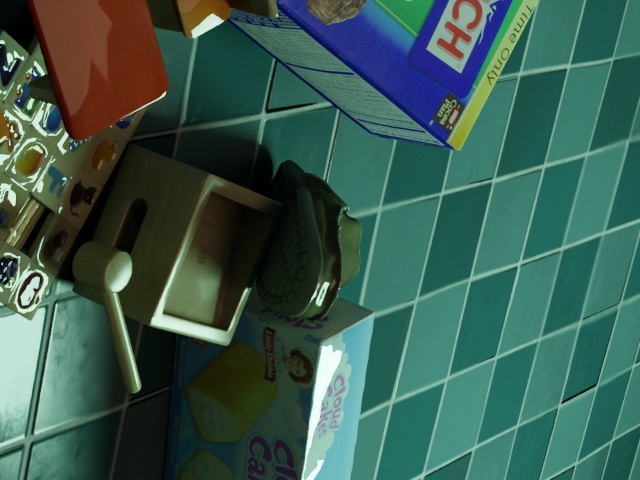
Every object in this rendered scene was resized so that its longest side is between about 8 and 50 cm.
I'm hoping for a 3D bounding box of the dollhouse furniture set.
[{"bbox_3d":[-0.160,-0.190,1.144,0.262,0.135,0.259,-32,125,-27],"label":"dollhouse furniture set"}]

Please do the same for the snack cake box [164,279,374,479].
[{"bbox_3d":[-0.051,0.166,1.617,0.089,0.152,0.264,-27,131,-50],"label":"snack cake box"}]

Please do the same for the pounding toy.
[{"bbox_3d":[-0.145,0.022,1.417,0.206,0.094,0.181,22,90,-61],"label":"pounding toy"}]

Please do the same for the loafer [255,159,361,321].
[{"bbox_3d":[0.000,0.000,1.525,0.251,0.087,0.094,-97,-149,-67],"label":"loafer"}]

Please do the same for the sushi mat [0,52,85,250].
[{"bbox_3d":[-0.279,0.025,1.272,0.317,0.019,0.151,-61,151,-13],"label":"sushi mat"}]

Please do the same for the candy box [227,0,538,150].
[{"bbox_3d":[0.047,-0.260,1.439,0.317,0.122,0.268,35,79,-44],"label":"candy box"}]

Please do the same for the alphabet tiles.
[{"bbox_3d":[-0.203,-0.077,1.303,0.237,0.009,0.198,-63,152,-10],"label":"alphabet tiles"}]
